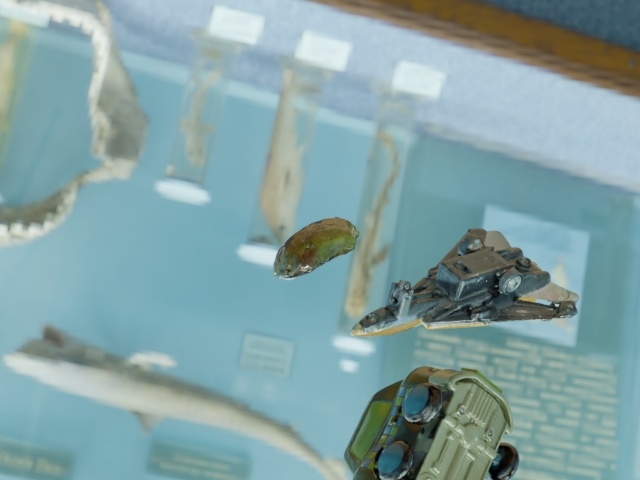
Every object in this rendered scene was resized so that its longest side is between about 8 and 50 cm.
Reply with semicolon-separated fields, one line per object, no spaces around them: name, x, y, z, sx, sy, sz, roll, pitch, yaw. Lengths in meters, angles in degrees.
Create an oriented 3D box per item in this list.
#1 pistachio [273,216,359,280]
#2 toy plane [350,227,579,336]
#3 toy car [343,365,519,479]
pistachio;0.000;0.000;1.719;0.090;0.049;0.173;-17;-172;27
toy plane;0.166;0.064;1.891;0.316;0.103;0.204;-9;-142;-39
toy car;0.124;0.289;1.973;0.198;0.247;0.204;2;150;49
